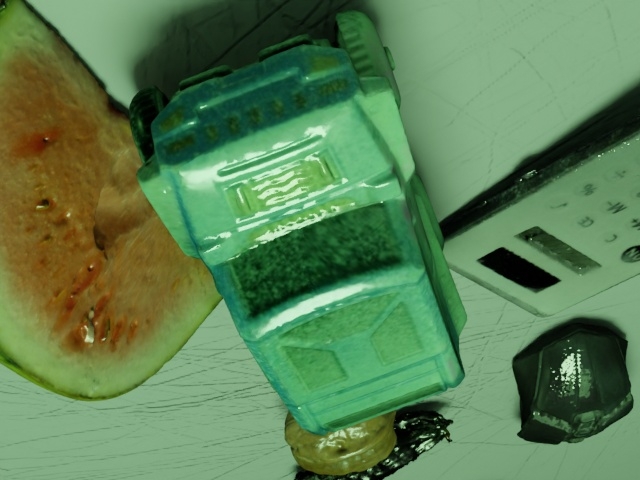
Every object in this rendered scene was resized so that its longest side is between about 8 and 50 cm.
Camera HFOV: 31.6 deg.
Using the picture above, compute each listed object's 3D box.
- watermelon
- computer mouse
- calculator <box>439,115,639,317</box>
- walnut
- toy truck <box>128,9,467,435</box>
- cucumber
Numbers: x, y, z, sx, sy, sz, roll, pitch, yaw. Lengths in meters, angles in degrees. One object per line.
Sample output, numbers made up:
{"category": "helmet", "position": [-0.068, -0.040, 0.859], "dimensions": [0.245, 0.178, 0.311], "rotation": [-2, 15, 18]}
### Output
{"category": "watermelon", "position": [-0.186, -0.002, 0.702], "dimensions": [0.128, 0.159, 0.303], "rotation": [13, 153, 31]}
{"category": "computer mouse", "position": [0.230, 0.144, 1.020], "dimensions": [0.105, 0.062, 0.192], "rotation": [-12, 141, -2]}
{"category": "calculator", "position": [0.213, -0.020, 0.811], "dimensions": [0.161, 0.021, 0.261], "rotation": [26, 137, -36]}
{"category": "walnut", "position": [0.018, 0.158, 0.962], "dimensions": [0.096, 0.082, 0.079], "rotation": [-18, 114, 8]}
{"category": "toy truck", "position": [0.000, 0.000, 0.689], "dimensions": [0.155, 0.156, 0.279], "rotation": [-20, 143, 3]}
{"category": "cucumber", "position": [0.045, 0.205, 1.052], "dimensions": [0.181, 0.053, 0.053], "rotation": [-33, 138, 20]}
